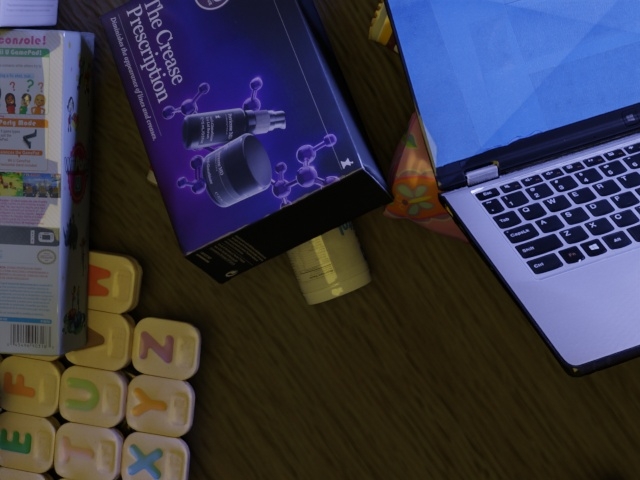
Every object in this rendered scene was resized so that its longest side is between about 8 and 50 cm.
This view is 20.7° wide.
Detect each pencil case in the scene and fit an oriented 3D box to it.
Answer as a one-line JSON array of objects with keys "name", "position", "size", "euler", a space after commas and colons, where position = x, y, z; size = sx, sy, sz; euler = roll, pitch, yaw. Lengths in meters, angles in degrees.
[{"name": "pencil case", "position": [0.201, -0.032, 1.612], "size": [0.284, 0.124, 0.124], "euler": [20, 100, 5]}]

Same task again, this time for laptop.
[{"name": "laptop", "position": [0.287, -0.146, 1.464], "size": [0.381, 0.408, 0.236], "euler": [-18, 129, -11]}]

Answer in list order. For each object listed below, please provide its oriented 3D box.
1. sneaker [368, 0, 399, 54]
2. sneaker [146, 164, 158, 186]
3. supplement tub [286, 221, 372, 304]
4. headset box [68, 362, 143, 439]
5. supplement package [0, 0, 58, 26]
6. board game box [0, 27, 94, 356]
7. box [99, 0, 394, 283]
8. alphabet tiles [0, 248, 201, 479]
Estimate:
[{"name": "sneaker", "position": [0.114, -0.256, 1.624], "size": [0.083, 0.069, 0.185], "euler": [24, 106, -4]}, {"name": "sneaker", "position": [-0.106, -0.070, 1.689], "size": [0.118, 0.042, 0.067], "euler": [19, 103, 8]}, {"name": "supplement tub", "position": [0.000, 0.000, 1.667], "size": [0.071, 0.071, 0.107], "euler": [-21, 95, 11]}, {"name": "headset box", "position": [-0.204, 0.154, 1.738], "size": [0.062, 0.032, 0.083], "euler": [26, 102, 5]}, {"name": "supplement package", "position": [-0.339, -0.352, 1.619], "size": [0.175, 0.177, 0.293], "euler": [8, 98, 8]}, {"name": "board game box", "position": [-0.334, -0.050, 1.667], "size": [0.224, 0.097, 0.303], "euler": [3, 95, 12]}, {"name": "box", "position": [-0.069, -0.122, 1.598], "size": [0.184, 0.103, 0.261], "euler": [-25, 67, 8]}, {"name": "alphabet tiles", "position": [-0.254, 0.148, 1.721], "size": [0.278, 0.021, 0.284], "euler": [8, 96, 19]}]
